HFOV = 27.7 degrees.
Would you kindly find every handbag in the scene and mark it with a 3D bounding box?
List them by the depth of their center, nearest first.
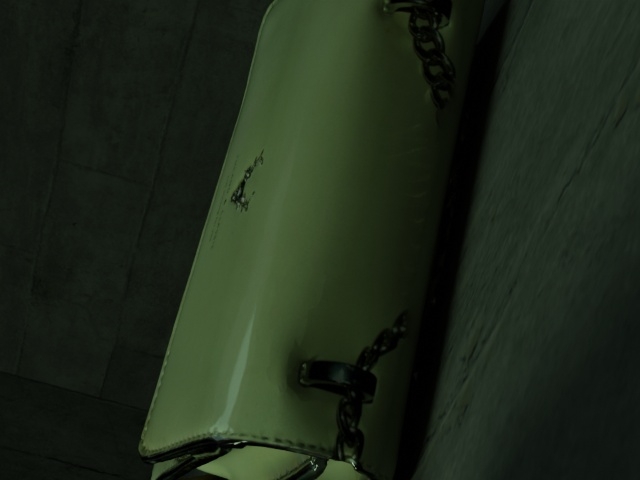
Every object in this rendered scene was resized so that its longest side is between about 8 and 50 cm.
[{"bbox_3d":[0.000,0.000,0.884,0.237,0.160,0.358,134,152,-64],"label":"handbag"}]

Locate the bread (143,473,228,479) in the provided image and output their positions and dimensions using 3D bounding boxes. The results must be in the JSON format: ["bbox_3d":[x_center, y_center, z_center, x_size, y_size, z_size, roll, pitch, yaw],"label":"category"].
[{"bbox_3d":[-0.083,0.307,0.874,0.344,0.149,0.195,-89,-2,-67],"label":"bread"}]
